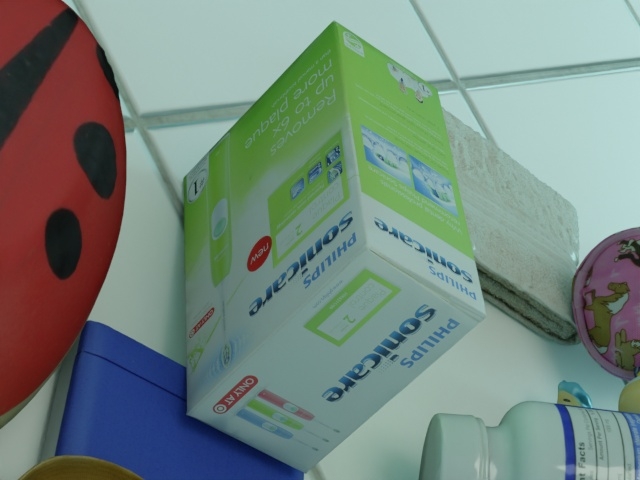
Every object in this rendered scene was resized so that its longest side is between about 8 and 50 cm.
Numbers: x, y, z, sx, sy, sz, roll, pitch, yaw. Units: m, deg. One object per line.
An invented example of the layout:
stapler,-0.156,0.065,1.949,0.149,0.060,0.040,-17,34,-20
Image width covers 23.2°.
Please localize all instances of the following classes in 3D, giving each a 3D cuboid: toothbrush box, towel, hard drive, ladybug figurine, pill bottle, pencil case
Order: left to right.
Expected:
ladybug figurine,-0.261,-0.044,1.038,0.305,0.162,0.449,39,39,-17
hard drive,-0.108,0.230,1.082,0.210,0.040,0.319,31,42,-27
toothbrush box,0.000,0.000,1.208,0.122,0.206,0.283,30,33,-28
towel,0.165,-0.030,1.577,0.282,0.049,0.187,32,42,-26
pill bottle,0.222,0.214,1.288,0.272,0.152,0.152,6,49,-4
pencil case,0.423,0.086,1.634,0.386,0.160,0.167,13,40,-50

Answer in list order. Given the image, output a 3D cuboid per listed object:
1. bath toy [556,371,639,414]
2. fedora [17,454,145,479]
bath toy,0.392,0.173,1.416,0.129,0.348,0.151,-76,154,-47
fedora,-0.116,0.214,0.985,0.194,0.079,0.194,28,43,-29
